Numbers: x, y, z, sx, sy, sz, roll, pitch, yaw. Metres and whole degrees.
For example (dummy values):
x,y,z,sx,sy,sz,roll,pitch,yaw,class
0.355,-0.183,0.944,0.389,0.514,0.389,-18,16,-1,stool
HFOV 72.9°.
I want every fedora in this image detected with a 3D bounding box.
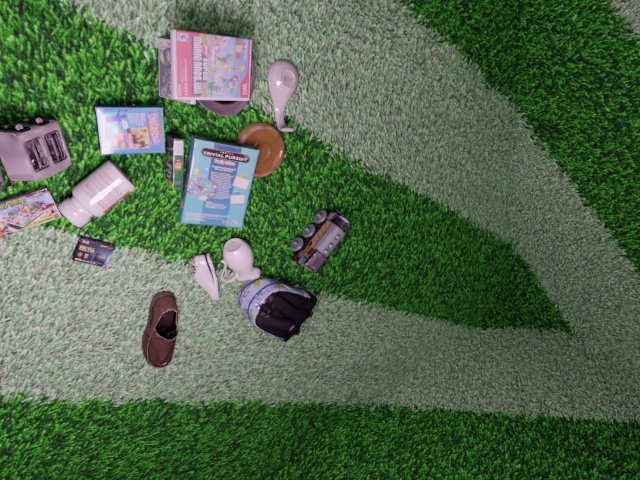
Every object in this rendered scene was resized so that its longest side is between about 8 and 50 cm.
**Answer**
x,y,z,sx,sy,sz,roll,pitch,yaw,class
-0.362,-0.595,1.554,0.243,0.124,0.276,10,101,-39,fedora

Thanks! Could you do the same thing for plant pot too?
x,y,z,sx,sy,sz,roll,pitch,yaw,class
-0.248,-0.371,1.806,0.236,0.032,0.237,-15,120,-27,plant pot

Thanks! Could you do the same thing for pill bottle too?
x,y,z,sx,sy,sz,roll,pitch,yaw,class
-0.771,-0.157,1.494,0.229,0.131,0.131,-42,129,-9,pill bottle

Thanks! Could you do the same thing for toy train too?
x,y,z,sx,sy,sz,roll,pitch,yaw,class
0.000,0.000,2.059,0.334,0.190,0.142,-50,131,-3,toy train

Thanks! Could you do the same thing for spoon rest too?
x,y,z,sx,sy,sz,roll,pitch,yaw,class
-0.151,-0.581,1.749,0.137,0.084,0.277,-6,103,-33,spoon rest

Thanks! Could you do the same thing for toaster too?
x,y,z,sx,sy,sz,roll,pitch,yaw,class
-0.883,-0.272,1.327,0.110,0.168,0.186,4,119,13,toaster

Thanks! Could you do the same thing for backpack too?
x,y,z,sx,sy,sz,roll,pitch,yaw,class
-0.222,0.310,2.042,0.290,0.273,0.355,-54,157,5,backpack

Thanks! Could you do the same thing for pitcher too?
x,y,z,sx,sy,sz,roll,pitch,yaw,class
-0.376,0.098,1.911,0.177,0.126,0.207,-21,136,-6,pitcher

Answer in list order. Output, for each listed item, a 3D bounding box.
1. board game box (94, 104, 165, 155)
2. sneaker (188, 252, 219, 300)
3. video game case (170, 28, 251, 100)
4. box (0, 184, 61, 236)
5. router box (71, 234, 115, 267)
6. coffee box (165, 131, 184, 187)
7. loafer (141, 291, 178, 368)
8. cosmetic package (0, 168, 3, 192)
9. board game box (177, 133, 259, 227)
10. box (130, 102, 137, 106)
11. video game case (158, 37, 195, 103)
x,y,z,sx,sy,sz,roll,pitch,yaw,class
-0.648,-0.379,1.484,0.210,0.047,0.160,-9,117,-30,board game box
-0.499,0.163,1.884,0.094,0.090,0.235,-15,118,-13,sneaker
-0.356,-0.572,1.437,0.285,0.025,0.204,-15,121,-41,video game case
-0.993,-0.095,1.436,0.206,0.036,0.114,-24,124,-22,box
-0.841,0.042,1.607,0.122,0.038,0.092,20,100,-39,router box
-0.539,-0.294,1.595,0.040,0.113,0.184,-7,118,-33,coffee box
-0.677,0.403,1.842,0.133,0.130,0.366,-4,115,-33,loafer
-1.090,-0.240,1.106,0.393,0.329,0.328,-11,119,-29,cosmetic package
-0.406,-0.226,1.719,0.253,0.079,0.337,5,113,-30,board game box
-0.653,-0.400,1.520,0.081,0.028,0.136,28,98,-40,box
-0.483,-0.570,1.458,0.022,0.173,0.191,-24,128,-52,video game case
